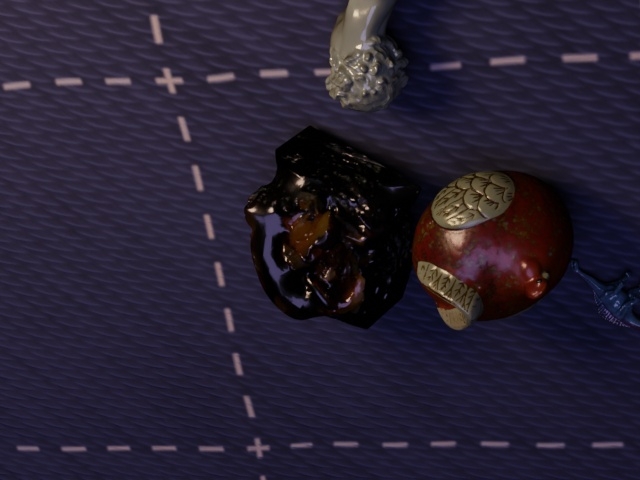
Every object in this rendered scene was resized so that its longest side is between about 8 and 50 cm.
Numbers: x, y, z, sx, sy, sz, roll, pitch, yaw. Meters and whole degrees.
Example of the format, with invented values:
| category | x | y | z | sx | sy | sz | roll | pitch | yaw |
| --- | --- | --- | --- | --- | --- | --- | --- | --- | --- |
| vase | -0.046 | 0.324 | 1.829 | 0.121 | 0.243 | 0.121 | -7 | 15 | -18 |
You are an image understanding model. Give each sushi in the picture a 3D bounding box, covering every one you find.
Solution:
| category | x | y | z | sx | sy | sz | roll | pitch | yaw |
| --- | --- | --- | --- | --- | --- | --- | --- | --- | --- |
| sushi | 0.000 | 0.001 | 2.069 | 0.215 | 0.212 | 0.227 | 32 | 137 | 25 |

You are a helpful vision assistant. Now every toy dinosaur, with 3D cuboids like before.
| category | x | y | z | sx | sy | sz | roll | pitch | yaw |
| --- | --- | --- | --- | --- | --- | --- | --- | --- | --- |
| toy dinosaur | 0.463 | 0.093 | 2.131 | 0.197 | 0.045 | 0.080 | 43 | 134 | -5 |

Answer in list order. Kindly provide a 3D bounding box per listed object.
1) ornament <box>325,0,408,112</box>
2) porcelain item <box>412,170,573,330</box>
| category | x | y | z | sx | sy | sz | roll | pitch | yaw |
| --- | --- | --- | --- | --- | --- | --- | --- | --- | --- |
| ornament | 0.063 | -0.314 | 1.933 | 0.120 | 0.130 | 0.285 | -3 | 120 | 0 |
| porcelain item | 0.261 | 0.025 | 2.013 | 0.253 | 0.253 | 0.253 | 6 | 122 | 10 |
